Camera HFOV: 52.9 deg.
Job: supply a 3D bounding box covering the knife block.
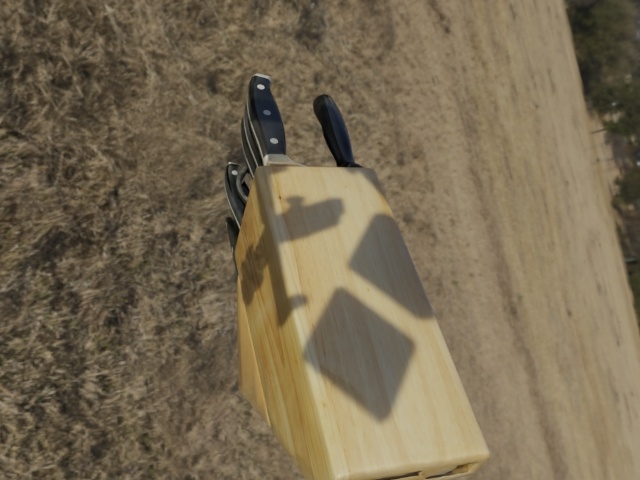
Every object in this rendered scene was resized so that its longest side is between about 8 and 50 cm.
[{"bbox_3d":[0.000,0.000,0.429,0.088,0.276,0.241,-2,96,-20],"label":"knife block"}]
